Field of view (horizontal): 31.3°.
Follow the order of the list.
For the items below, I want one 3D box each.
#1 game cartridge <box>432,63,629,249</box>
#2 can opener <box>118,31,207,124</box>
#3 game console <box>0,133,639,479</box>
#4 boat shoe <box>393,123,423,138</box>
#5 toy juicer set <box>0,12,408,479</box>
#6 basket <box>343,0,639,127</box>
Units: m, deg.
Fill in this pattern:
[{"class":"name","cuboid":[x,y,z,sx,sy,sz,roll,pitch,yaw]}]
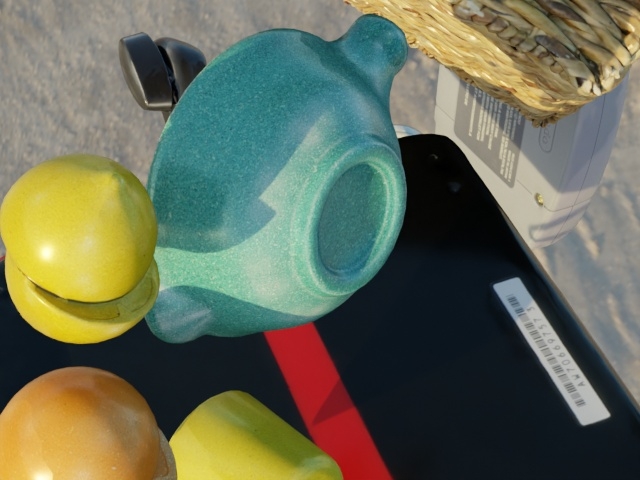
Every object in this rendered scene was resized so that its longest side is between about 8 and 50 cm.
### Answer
[{"class":"game cartridge","cuboid":[0.177,-0.147,0.978,0.062,0.297,0.198,-22,47,-25]},{"class":"can opener","cuboid":[-0.108,-0.088,0.946,0.073,0.059,0.186,-20,80,-23]},{"class":"game console","cuboid":[-0.003,0.114,0.614,0.342,0.060,0.386,-16,51,-15]},{"class":"boat shoe","cuboid":[-0.002,0.000,1.220,0.118,0.320,0.103,20,37,-52]},{"class":"toy juicer set","cuboid":[-0.038,-0.027,0.451,0.089,0.329,0.209,21,5,37]},{"class":"basket","cuboid":[0.105,-0.242,0.759,0.299,0.223,0.213,33,92,2]}]
